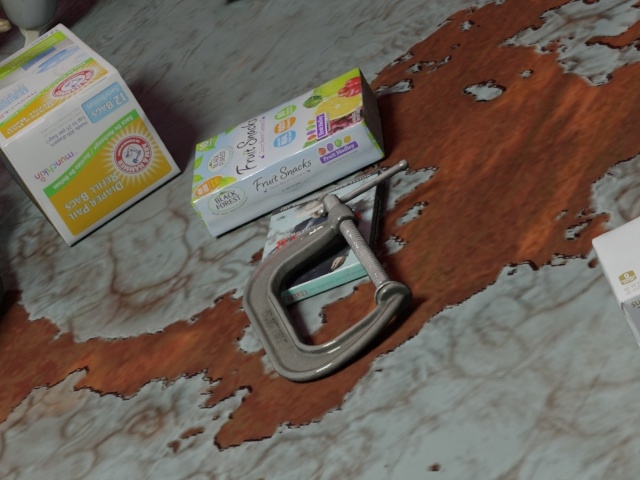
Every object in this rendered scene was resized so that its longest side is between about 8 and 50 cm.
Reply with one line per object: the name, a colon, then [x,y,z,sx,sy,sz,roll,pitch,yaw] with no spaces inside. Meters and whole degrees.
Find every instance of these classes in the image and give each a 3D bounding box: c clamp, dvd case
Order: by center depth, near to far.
c clamp: [0.012,0.019,1.184,0.137,0.022,0.160,-30,35,6]
dvd case: [0.000,0.000,1.266,0.087,0.013,0.119,-21,26,19]

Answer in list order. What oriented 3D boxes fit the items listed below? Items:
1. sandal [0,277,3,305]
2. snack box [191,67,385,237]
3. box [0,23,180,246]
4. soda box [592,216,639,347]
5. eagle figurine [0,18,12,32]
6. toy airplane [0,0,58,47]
sandal: [-0.292,0.013,1.513,0.090,0.060,0.219,-37,40,-1]
snack box: [-0.025,-0.066,1.385,0.141,0.037,0.100,-25,25,12]
box: [-0.211,-0.091,1.554,0.114,0.103,0.203,-34,26,-7]
soda box: [0.252,-0.006,0.944,0.216,0.069,0.074,-26,26,8]
eagle figurine: [-0.403,-0.084,1.432,0.226,0.225,0.298,-36,21,32]
toy airplane: [-0.446,-0.237,1.859,0.386,0.272,0.384,-32,-16,21]
